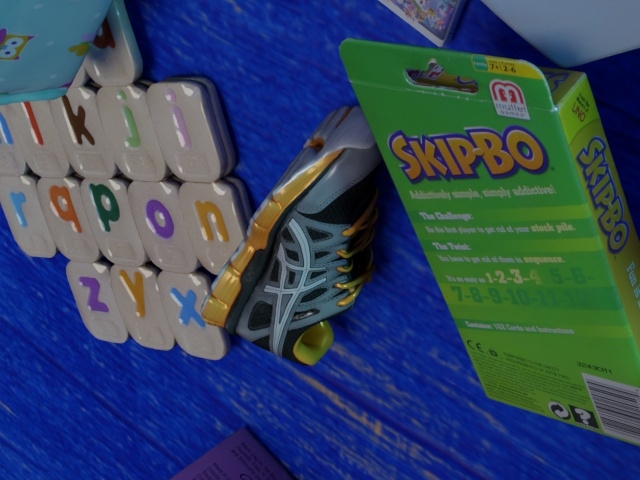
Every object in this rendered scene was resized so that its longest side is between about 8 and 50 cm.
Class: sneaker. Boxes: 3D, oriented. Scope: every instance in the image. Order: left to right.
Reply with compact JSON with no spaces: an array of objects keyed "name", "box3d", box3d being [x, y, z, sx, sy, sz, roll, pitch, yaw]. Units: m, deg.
[{"name":"sneaker","box3d":[0.000,0.000,0.890,0.083,0.084,0.215,35,142,3]}]

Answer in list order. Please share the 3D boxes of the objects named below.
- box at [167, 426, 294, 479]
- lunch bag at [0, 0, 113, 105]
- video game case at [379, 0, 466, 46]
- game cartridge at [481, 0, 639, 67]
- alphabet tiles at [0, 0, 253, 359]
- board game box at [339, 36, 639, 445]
[{"name":"box","box3d":[-0.057,0.303,1.118,0.213,0.117,0.243,44,139,16]},{"name":"lunch bag","box3d":[-0.227,-0.235,0.895,0.262,0.160,0.223,62,145,17]},{"name":"video game case","box3d":[0.050,-0.171,0.763,0.087,0.011,0.122,41,139,20]},{"name":"game cartridge","box3d":[0.087,-0.202,0.570,0.196,0.060,0.294,-15,126,36]},{"name":"alphabet tiles","box3d":[-0.153,-0.047,1.061,0.284,0.021,0.278,4,118,46]},{"name":"board game box","box3d":[0.102,0.001,0.748,0.124,0.039,0.259,14,144,42]}]
